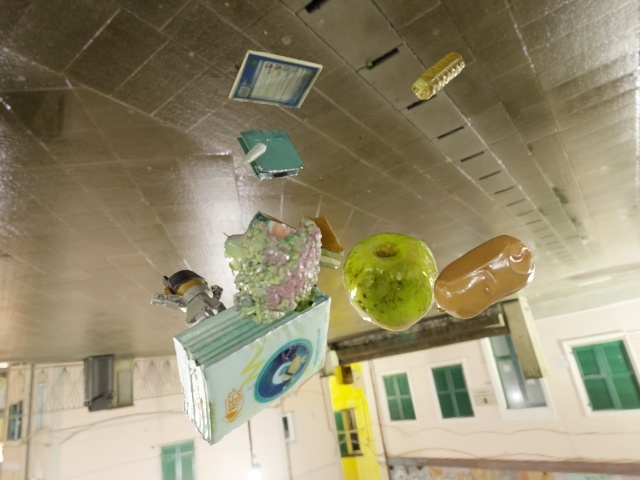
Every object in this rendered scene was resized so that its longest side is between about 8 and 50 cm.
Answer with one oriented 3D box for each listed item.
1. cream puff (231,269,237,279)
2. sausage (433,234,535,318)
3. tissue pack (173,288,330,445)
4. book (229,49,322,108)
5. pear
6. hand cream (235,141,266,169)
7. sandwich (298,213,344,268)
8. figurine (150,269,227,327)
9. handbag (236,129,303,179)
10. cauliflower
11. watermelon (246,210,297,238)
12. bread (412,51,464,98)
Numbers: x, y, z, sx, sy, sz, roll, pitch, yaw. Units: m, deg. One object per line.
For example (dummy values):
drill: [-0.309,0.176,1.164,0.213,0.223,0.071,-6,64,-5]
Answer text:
cream puff: [-0.260,0.097,2.073,0.379,0.378,0.275,-7,175,-5]
sausage: [0.363,0.087,0.949,0.241,0.136,0.120,-29,-158,4]
tissue pack: [-0.158,0.290,1.089,0.388,0.162,0.287,-25,132,-38]
book: [-0.175,-0.623,1.661,0.323,0.018,0.228,-4,152,-35]
pear: [0.272,0.167,1.617,0.391,0.390,0.391,-8,161,-3]
hand cream: [-0.251,-0.316,1.573,0.067,0.194,0.042,-20,115,31]
sandwich: [0.000,0.000,1.927,0.228,0.198,0.155,15,141,0]
figurine: [-0.489,0.212,1.624,0.143,0.308,0.308,-55,149,7]
handbag: [-0.246,-0.423,2.100,0.269,0.274,0.100,-16,156,-38]
cauliflower: [-0.131,0.050,0.958,0.315,0.256,0.239,25,-164,22]
watermelon: [-0.179,0.031,1.668,0.226,0.318,0.148,-16,-172,-11]
bread: [0.456,-0.633,1.616,0.367,0.084,0.077,-45,152,-35]
